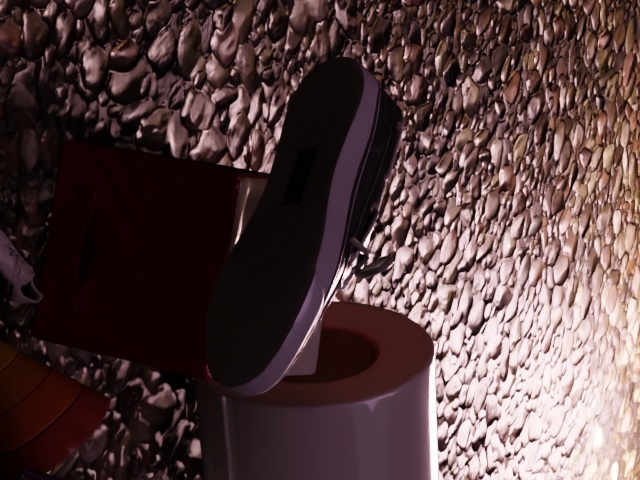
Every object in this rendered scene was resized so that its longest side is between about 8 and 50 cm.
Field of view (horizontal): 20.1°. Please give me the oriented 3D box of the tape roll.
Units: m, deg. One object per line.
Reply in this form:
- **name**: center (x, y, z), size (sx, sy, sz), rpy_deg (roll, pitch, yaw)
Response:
- **tape roll**: center (-0.002, 0.186, 1.825), size (0.246, 0.246, 0.169), rpy_deg (-35, 128, -50)

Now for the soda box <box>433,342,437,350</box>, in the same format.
- **soda box**: center (0.069, 0.211, 2.126), size (0.074, 0.069, 0.216), rpy_deg (29, 74, -59)

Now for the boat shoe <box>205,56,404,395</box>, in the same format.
- **boat shoe**: center (-0.003, 0.000, 1.513), size (0.105, 0.113, 0.306), rpy_deg (39, 55, -41)

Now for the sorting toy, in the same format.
- **sorting toy**: center (-0.327, 0.199, 1.457), size (0.126, 0.127, 0.365), rpy_deg (55, 50, -14)

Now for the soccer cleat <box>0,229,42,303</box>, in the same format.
- **soccer cleat**: center (-0.262, 0.022, 1.538), size (0.029, 0.035, 0.083), rpy_deg (-53, 141, -37)

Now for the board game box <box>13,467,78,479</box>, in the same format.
- **board game box**: center (-0.228, 0.307, 1.548), size (0.208, 0.056, 0.347), rpy_deg (-64, 163, -5)

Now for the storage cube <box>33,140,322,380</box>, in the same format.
- **storage cube**: center (-0.117, 0.020, 1.629), size (0.215, 0.193, 0.184), rpy_deg (6, 95, -61)
